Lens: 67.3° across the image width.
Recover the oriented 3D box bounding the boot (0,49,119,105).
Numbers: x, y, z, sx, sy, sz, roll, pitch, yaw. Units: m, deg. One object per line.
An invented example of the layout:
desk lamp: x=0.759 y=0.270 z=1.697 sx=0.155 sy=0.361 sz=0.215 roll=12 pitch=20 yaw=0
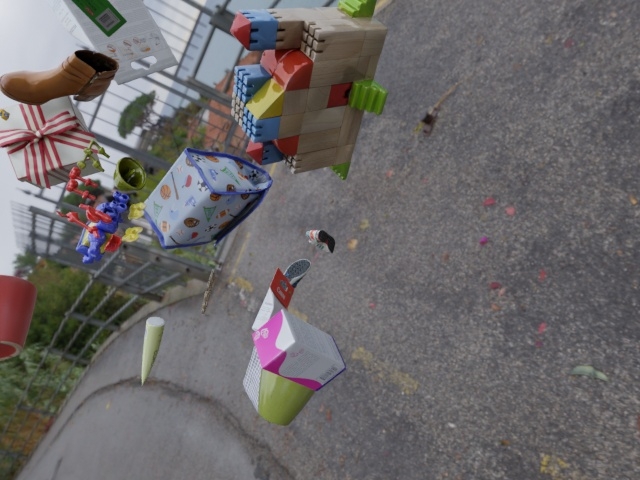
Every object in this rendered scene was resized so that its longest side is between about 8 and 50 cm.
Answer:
boot: x=-0.741 y=-0.469 z=1.377 sx=0.220 sy=0.284 sz=0.109 roll=-15 pitch=83 yaw=44

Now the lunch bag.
lunch bag: x=-0.386 y=-0.141 z=1.758 sx=0.328 sy=0.385 sz=0.239 roll=-40 pitch=75 yaw=26

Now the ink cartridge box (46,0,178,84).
ink cartridge box: x=-0.738 y=-0.758 z=1.727 sx=0.091 sy=0.385 sz=0.308 roll=-16 pitch=21 yaw=41

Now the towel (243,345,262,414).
towel: x=-0.265 y=0.665 z=2.322 sx=0.235 sy=0.121 sz=0.283 roll=38 pitch=113 yaw=55

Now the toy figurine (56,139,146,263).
toy figurine: x=-0.593 y=-0.063 z=1.259 sx=0.217 sy=0.191 sz=0.362 roll=-48 pitch=35 yaw=27

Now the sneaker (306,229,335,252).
sneaker: x=0.000 y=0.000 z=1.870 sx=0.075 sy=0.161 sz=0.057 roll=8 pitch=71 yaw=29

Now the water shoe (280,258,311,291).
water shoe: x=-0.120 y=0.159 z=2.013 sx=0.203 sy=0.073 sz=0.080 roll=-43 pitch=-22 yaw=-13

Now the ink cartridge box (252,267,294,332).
ink cartridge box: x=-0.139 y=0.239 z=1.655 sx=0.066 sy=0.189 sz=0.232 roll=14 pitch=64 yaw=25

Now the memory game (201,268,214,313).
memory game: x=-0.452 y=0.208 z=1.942 sx=0.186 sy=0.012 sz=0.186 roll=-167 pitch=90 yaw=-82

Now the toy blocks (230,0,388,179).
toy blocks: x=-0.042 y=-0.265 z=0.891 sx=0.190 sy=0.261 sz=0.381 roll=52 pitch=146 yaw=32

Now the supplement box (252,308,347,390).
supplement box: x=-0.052 y=0.282 z=1.219 sx=0.111 sy=0.220 sz=0.114 roll=-40 pitch=45 yaw=12

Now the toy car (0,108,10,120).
toy car: x=-0.726 y=-0.327 z=1.080 sx=0.060 sy=0.122 sz=0.040 roll=-28 pitch=49 yaw=-4

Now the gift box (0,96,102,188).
gift box: x=-0.855 y=-0.303 z=1.559 sx=0.276 sy=0.255 sz=0.258 roll=65 pitch=166 yaw=-3

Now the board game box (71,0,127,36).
board game box: x=-0.622 y=-0.670 z=1.147 sx=0.064 sy=0.242 sz=0.316 roll=-38 pitch=67 yaw=2

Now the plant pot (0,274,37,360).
plant pot: x=-1.184 y=0.290 z=1.738 sx=0.275 sy=0.275 sz=0.243 roll=-46 pitch=49 yaw=42

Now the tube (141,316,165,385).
tube: x=-0.588 y=0.381 z=1.674 sx=0.062 sy=0.070 sz=0.240 roll=30 pitch=113 yaw=33

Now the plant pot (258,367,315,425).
plant pot: x=-0.132 y=0.562 z=1.902 sx=0.293 sy=0.275 sz=0.275 roll=-68 pitch=23 yaw=-2
